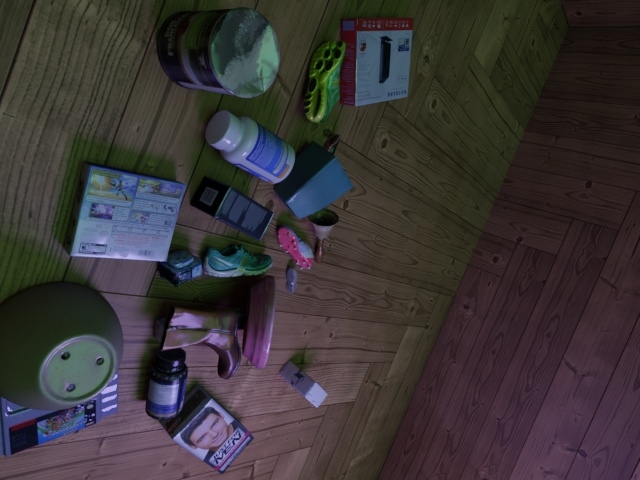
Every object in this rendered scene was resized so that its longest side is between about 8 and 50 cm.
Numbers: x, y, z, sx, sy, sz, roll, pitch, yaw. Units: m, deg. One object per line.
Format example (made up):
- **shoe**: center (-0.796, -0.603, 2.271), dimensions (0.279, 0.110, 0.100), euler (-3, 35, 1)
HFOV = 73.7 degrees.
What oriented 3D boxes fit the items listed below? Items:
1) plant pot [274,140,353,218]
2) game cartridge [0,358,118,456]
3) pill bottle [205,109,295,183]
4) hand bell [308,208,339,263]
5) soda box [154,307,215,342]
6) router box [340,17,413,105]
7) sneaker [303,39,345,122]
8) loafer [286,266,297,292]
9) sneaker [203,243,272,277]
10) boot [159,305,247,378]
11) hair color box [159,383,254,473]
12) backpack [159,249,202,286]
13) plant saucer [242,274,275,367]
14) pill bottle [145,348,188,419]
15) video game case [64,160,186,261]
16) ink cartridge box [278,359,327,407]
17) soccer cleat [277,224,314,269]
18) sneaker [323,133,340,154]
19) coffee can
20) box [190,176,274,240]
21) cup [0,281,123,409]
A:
- **plant pot**: center (-0.040, -0.209, 1.571), dimensions (0.234, 0.166, 0.165), euler (-41, 136, -3)
- **game cartridge**: center (-0.763, 0.461, 1.216), dimensions (0.355, 0.068, 0.230), euler (-9, 110, -44)
- **pill bottle**: center (-0.220, -0.296, 1.347), dimensions (0.272, 0.152, 0.152), euler (25, 90, -49)
- **hand bell**: center (0.000, 0.000, 1.783), dimensions (0.126, 0.126, 0.242), euler (-27, 140, -36)
- **soda box**: center (-0.444, 0.292, 1.453), dimensions (0.216, 0.074, 0.069), euler (-5, 111, -45)
- **router box**: center (0.222, -0.701, 1.666), dimensions (0.335, 0.082, 0.301), euler (-24, 125, -37)
- **sneaker**: center (0.016, -0.564, 1.522), dimensions (0.123, 0.109, 0.295), euler (3, 106, -71)
- **loafer**: center (-0.115, 0.158, 1.765), dimensions (0.039, 0.045, 0.125), euler (-39, 142, -51)
- **sneaker**: center (-0.279, 0.067, 1.504), dimensions (0.275, 0.107, 0.110), euler (-2, 100, -46)
- **boot**: center (-0.387, 0.345, 1.408), dimensions (0.280, 0.096, 0.264), euler (8, 102, -47)
- **hair color box**: center (-0.428, 0.737, 1.658), dimensions (0.185, 0.114, 0.374), euler (-45, 135, -22)
- **backpack**: center (-0.432, 0.080, 1.341), dimensions (0.114, 0.105, 0.084), euler (-19, 122, -46)
- **plant saucer**: center (-0.227, 0.289, 1.542), dimensions (0.084, 0.332, 0.332), euler (7, 106, -12)
- **pill bottle**: center (-0.513, 0.475, 1.434), dimensions (0.123, 0.123, 0.219), euler (-2, 109, -46)
- **video game case**: center (-0.537, -0.071, 1.191), dimensions (0.269, 0.061, 0.244), euler (8, 104, -48)
- **ink cartridge box**: center (-0.078, 0.644, 1.920), dimensions (0.082, 0.191, 0.139), euler (-49, 137, -18)
- **soccer cleat**: center (-0.095, 0.015, 1.699), dimensions (0.248, 0.083, 0.095), euler (57, 36, -39)
- **sneaker**: center (0.044, -0.362, 1.678), dimensions (0.119, 0.047, 0.057), euler (-55, 145, 0)
- **coffee can**: center (-0.267, -0.487, 1.109), dimensions (0.201, 0.275, 0.201), euler (-22, 123, -39)
- **box**: center (-0.282, -0.102, 1.376), dimensions (0.207, 0.153, 0.108), euler (31, 85, -50)
- **cup**: center (-0.642, 0.287, 1.073), dimensions (0.331, 0.237, 0.331), euler (-8, 102, -43)
